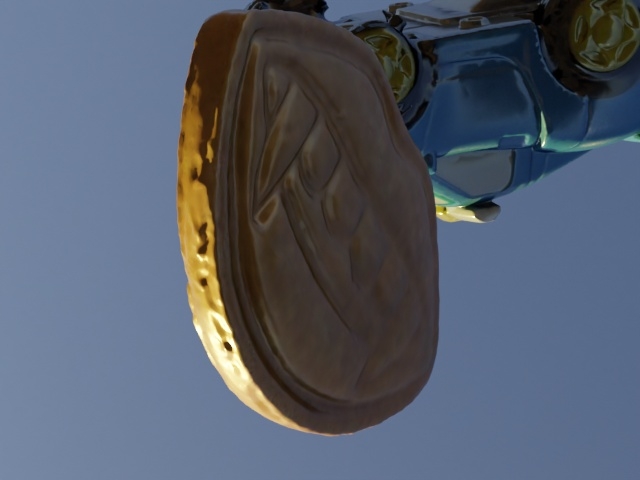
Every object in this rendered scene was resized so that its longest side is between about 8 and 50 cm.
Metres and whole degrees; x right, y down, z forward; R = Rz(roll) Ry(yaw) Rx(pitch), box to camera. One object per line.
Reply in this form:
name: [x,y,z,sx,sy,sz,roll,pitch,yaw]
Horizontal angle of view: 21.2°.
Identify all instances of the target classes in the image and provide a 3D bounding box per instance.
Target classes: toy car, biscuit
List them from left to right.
biscuit: [0.000,0.000,0.670,0.029,0.220,0.142,9,-128,31]
toy car: [0.074,-0.094,1.140,0.198,0.314,0.166,-151,-128,-67]
